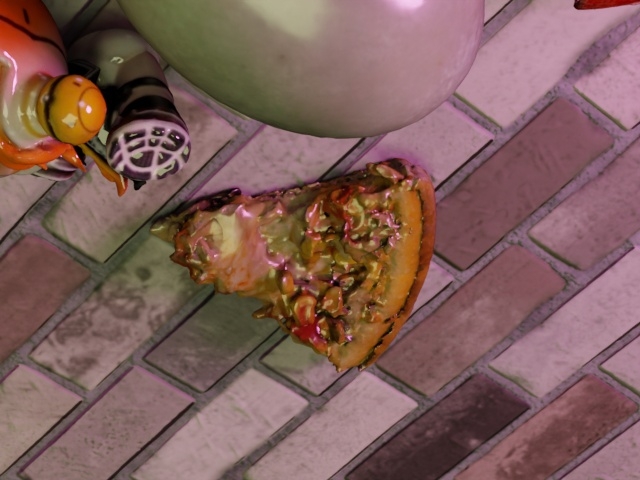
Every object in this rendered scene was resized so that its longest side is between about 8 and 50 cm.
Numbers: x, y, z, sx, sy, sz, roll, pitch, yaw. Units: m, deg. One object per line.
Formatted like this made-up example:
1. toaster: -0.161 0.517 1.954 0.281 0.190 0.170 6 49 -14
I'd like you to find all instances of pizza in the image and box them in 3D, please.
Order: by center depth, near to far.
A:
1. pizza: 0.000 0.000 1.690 0.287 0.074 0.251 28 119 -25

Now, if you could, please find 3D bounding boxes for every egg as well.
1. egg: -0.021 -0.228 1.388 0.352 0.258 0.258 23 124 -21

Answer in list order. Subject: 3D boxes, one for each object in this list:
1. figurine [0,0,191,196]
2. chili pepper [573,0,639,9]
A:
1. figurine: -0.295 -0.143 1.460 0.323 0.196 0.320 16 170 -38
2. chili pepper: 0.338 -0.273 1.472 0.252 0.136 0.144 -1 102 -12
